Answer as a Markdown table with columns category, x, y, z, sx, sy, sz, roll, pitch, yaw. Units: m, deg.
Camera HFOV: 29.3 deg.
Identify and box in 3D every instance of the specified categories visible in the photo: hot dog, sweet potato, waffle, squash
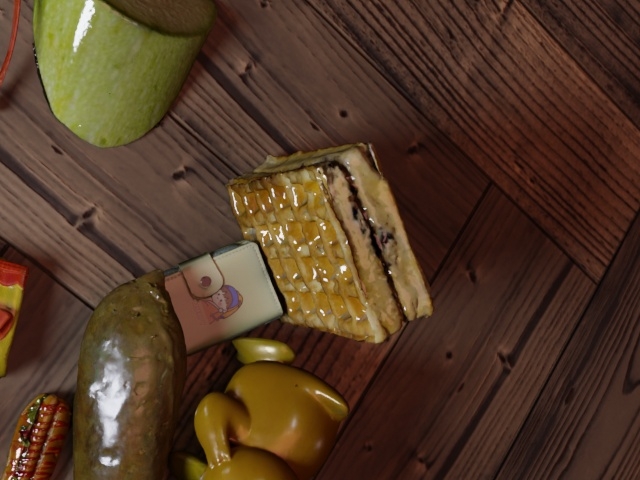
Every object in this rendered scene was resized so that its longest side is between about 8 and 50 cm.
| category | x | y | z | sx | sy | sz | roll | pitch | yaw |
| --- | --- | --- | --- | --- | --- | --- | --- | --- | --- |
| hot dog | -0.326 | 0.244 | 1.390 | 0.062 | 0.038 | 0.144 | 26 | 75 | -27 |
| sweet potato | -0.221 | 0.243 | 1.403 | 0.130 | 0.130 | 0.423 | 3 | 87 | -30 |
| waffle | 0.001 | -0.001 | 1.442 | 0.091 | 0.308 | 0.213 | -24 | 100 | -22 |
| squash | -0.260 | -0.244 | 1.469 | 0.236 | 0.155 | 0.204 | 27 | 38 | -25 |

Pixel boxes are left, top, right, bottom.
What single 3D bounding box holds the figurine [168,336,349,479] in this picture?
| category | x | y | z | sx | sy | sz | roll | pitch | yaw |
| --- | --- | --- | --- | --- | --- | --- | --- | --- | --- |
| figurine | -0.068 | 0.245 | 1.445 | 0.215 | 0.215 | 0.228 | 48 | 68 | -19 |

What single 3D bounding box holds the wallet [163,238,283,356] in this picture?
| category | x | y | z | sx | sy | sz | roll | pitch | yaw |
| --- | --- | --- | --- | --- | --- | --- | --- | --- | --- |
| wallet | -0.136 | 0.072 | 1.492 | 0.155 | 0.039 | 0.110 | -22 | 97 | -14 |

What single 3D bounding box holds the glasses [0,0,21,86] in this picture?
| category | x | y | z | sx | sy | sz | roll | pitch | yaw |
| --- | --- | --- | --- | --- | --- | --- | --- | --- | --- |
| glasses | -0.426 | -0.271 | 1.316 | 0.234 | 0.118 | 0.268 | -5 | 90 | -32 |

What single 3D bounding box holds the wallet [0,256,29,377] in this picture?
| category | x | y | z | sx | sy | sz | roll | pitch | yaw |
| --- | --- | --- | --- | --- | --- | --- | --- | --- | --- |
| wallet | -0.438 | 0.058 | 1.321 | 0.241 | 0.067 | 0.141 | 18 | 77 | -28 |
